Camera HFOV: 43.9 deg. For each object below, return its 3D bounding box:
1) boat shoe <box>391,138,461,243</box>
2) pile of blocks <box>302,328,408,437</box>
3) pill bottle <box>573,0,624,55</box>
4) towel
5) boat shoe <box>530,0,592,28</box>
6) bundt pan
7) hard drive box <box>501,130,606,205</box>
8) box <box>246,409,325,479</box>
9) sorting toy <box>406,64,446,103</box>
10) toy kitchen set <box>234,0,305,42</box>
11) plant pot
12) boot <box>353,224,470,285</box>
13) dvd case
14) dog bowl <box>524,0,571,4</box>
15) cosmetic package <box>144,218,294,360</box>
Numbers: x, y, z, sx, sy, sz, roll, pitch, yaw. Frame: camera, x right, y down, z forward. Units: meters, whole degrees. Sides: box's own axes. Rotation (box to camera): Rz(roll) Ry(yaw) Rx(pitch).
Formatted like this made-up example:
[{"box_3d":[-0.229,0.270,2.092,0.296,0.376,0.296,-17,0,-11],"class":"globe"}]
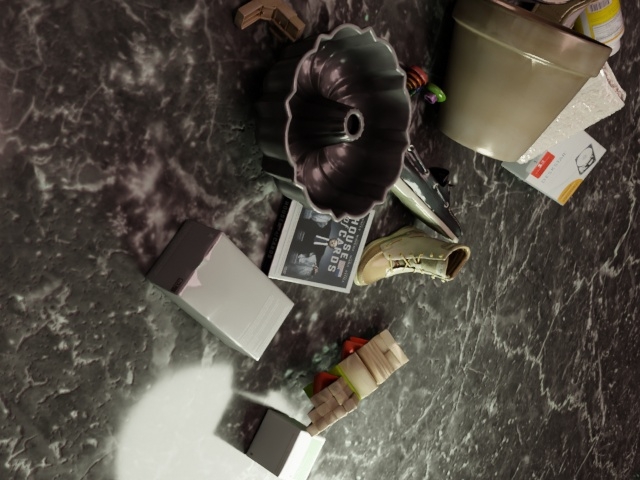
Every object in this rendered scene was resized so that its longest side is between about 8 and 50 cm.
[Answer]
[{"box_3d":[0.214,-0.112,1.628,0.340,0.127,0.113,39,87,-38],"class":"boat shoe"},{"box_3d":[0.053,0.272,1.625,0.112,0.149,0.362,56,31,7],"class":"pile of blocks"},{"box_3d":[0.682,-0.558,1.965,0.117,0.117,0.215,-53,136,-19],"class":"pill bottle"},{"box_3d":[0.526,-0.308,1.788,0.282,0.049,0.187,-32,114,18],"class":"towel"},{"box_3d":[0.539,-0.528,1.834,0.302,0.113,0.103,-47,173,-12],"class":"boat shoe"},{"box_3d":[0.011,-0.202,1.361,0.331,0.124,0.330,-14,108,-47],"class":"bundt pan"},{"box_3d":[0.580,-0.208,1.971,0.232,0.089,0.181,19,111,-48],"class":"hard drive box"},{"box_3d":[-0.067,0.399,1.536,0.087,0.102,0.101,34,81,-46],"class":"box"},{"box_3d":[0.201,-0.303,1.591,0.102,0.061,0.042,43,85,-18],"class":"sorting toy"},{"box_3d":[-0.084,-0.336,1.270,0.075,0.083,0.068,-41,172,-29],"class":"toy kitchen set"},{"box_3d":[0.377,-0.327,1.623,0.323,0.323,0.280,-2,124,-47],"class":"plant pot"},{"box_3d":[0.185,0.045,1.624,0.213,0.165,0.077,-30,125,-35],"class":"boot"},{"box_3d":[0.000,0.000,1.512,0.239,0.030,0.179,15,94,-48],"class":"dvd case"},{"box_3d":[0.397,-0.661,1.551,0.408,0.150,0.407,-6,100,-37],"class":"dog bowl"},{"box_3d":[-0.161,0.085,1.319,0.127,0.107,0.238,-55,134,-17],"class":"cosmetic package"}]
